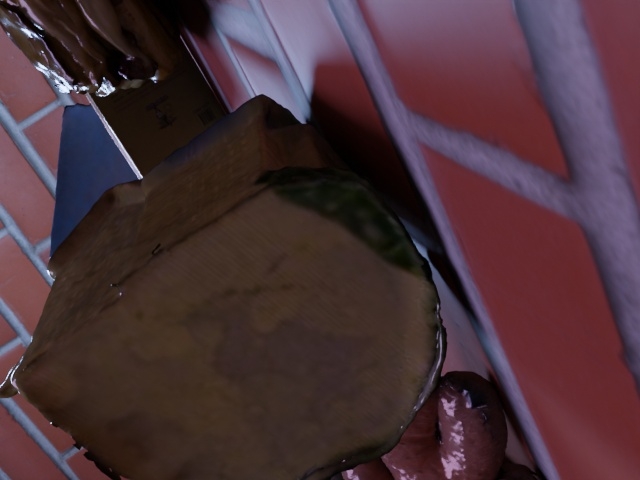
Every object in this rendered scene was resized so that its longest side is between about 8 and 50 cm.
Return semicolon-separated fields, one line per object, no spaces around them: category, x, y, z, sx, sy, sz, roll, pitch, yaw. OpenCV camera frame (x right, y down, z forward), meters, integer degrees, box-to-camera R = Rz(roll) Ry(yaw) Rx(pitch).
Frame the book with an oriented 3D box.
book;-0.231;-0.203;1.177;0.013;0.168;0.192;-6;118;55

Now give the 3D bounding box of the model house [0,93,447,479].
model house;-0.068;0.043;0.754;0.261;0.321;0.266;49;-167;-29

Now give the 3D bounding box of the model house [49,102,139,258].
model house;-0.321;-0.070;1.734;0.339;0.297;0.360;9;-96;-73

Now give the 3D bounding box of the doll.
doll;0.127;0.221;0.834;0.201;0.156;0.303;11;124;23

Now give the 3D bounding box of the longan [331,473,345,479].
longan;0.055;0.424;1.739;0.220;0.196;0.196;43;164;48

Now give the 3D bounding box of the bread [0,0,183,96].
bread;-0.290;-0.285;0.979;0.277;0.167;0.324;55;-172;-23
